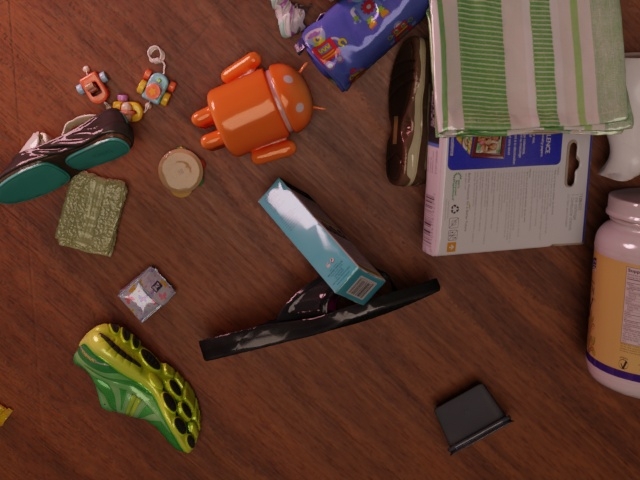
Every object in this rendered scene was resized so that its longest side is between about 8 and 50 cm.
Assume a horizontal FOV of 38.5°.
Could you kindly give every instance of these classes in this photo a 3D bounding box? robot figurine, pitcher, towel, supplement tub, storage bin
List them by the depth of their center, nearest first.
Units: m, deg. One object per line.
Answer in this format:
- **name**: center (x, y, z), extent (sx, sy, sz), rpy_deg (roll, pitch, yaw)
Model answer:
- **towel**: center (0.339, -0.288, 1.487), extent (0.324, 0.038, 0.248), rpy_deg (-3, 83, -5)
- **robot figurine**: center (-0.108, -0.225, 1.566), extent (0.219, 0.158, 0.128), rpy_deg (-21, 142, 5)
- **supplement tub**: center (0.592, 0.087, 1.589), extent (0.240, 0.241, 0.332), rpy_deg (0, 103, -1)
- **pitcher**: center (0.564, -0.220, 1.590), extent (0.177, 0.125, 0.207), rpy_deg (-12, 111, -25)
- **towel**: center (-0.413, -0.049, 1.655), extent (0.110, 0.027, 0.148), rpy_deg (15, 103, -4)
- **storage bin**: center (0.284, 0.333, 1.727), extent (0.135, 0.098, 0.091), rpy_deg (-30, 74, 7)

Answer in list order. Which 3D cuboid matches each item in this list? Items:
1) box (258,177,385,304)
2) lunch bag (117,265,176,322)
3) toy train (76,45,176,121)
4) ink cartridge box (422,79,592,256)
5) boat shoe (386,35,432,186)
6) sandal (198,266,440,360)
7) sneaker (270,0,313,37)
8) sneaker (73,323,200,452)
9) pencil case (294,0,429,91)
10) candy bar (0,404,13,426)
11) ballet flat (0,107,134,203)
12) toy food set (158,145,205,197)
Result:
- **box**: center (0.000, 0.000, 1.564), extent (0.060, 0.100, 0.244), rpy_deg (-48, 56, 10)
- **lunch bag**: center (-0.318, 0.096, 1.678), extent (0.083, 0.053, 0.071), rpy_deg (-39, 102, -1)
- **toy train**: center (-0.337, -0.266, 1.595), extent (0.166, 0.046, 0.125), rpy_deg (-23, 103, 5)
- **ink cartridge box**: center (0.331, -0.133, 1.607), extent (0.307, 0.072, 0.304), rpy_deg (-5, 104, -24)
- **boat shoe**: center (0.175, -0.223, 1.601), extent (0.095, 0.095, 0.258), rpy_deg (1, 103, -25)
- **sandal**: center (-0.008, 0.113, 1.636), extent (0.445, 0.167, 0.107), rpy_deg (-15, 85, 3)
- **sneaker**: center (-0.048, -0.403, 1.574), extent (0.069, 0.038, 0.098), rpy_deg (-17, 112, 2)
- **sneaker**: center (-0.336, 0.279, 1.708), extent (0.123, 0.109, 0.295), rpy_deg (-33, 104, 30)
- **pencil case**: center (0.100, -0.390, 1.536), extent (0.306, 0.119, 0.133), rpy_deg (-42, 70, 9)
- **candy bar**: center (-0.659, 0.291, 1.737), extent (0.161, 0.018, 0.040), rpy_deg (39, 96, -8)
- **ballet flat**: center (-0.448, -0.152, 1.594), extent (0.280, 0.095, 0.096), rpy_deg (-20, 60, 12)
- **toy food set**: center (-0.248, -0.124, 1.643), extent (0.082, 0.020, 0.083), rpy_deg (-40, 100, 8)
